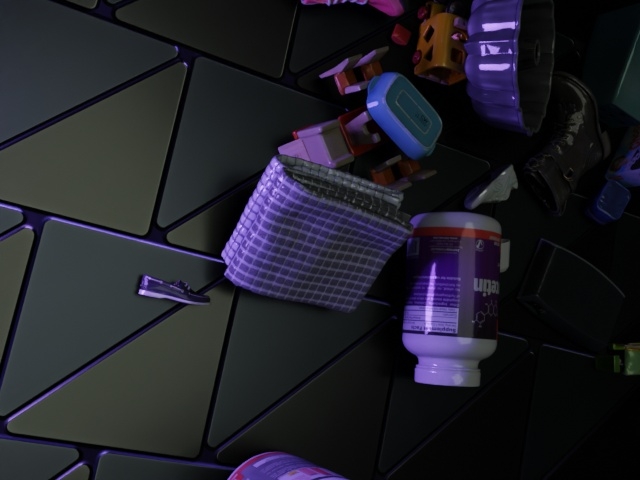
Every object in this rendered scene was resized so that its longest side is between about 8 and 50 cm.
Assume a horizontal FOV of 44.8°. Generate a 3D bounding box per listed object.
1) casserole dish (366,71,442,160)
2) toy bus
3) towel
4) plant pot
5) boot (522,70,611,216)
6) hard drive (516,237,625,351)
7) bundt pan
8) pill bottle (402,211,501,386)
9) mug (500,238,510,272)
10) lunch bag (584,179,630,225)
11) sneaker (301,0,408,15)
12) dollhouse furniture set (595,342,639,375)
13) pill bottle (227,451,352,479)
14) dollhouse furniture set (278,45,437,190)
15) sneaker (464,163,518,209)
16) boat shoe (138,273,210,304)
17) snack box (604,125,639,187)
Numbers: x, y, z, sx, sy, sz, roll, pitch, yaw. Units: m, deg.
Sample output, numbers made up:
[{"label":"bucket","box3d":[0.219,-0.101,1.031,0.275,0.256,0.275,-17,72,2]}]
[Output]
[{"label":"casserole dish","box3d":[0.164,-0.236,1.454,0.188,0.037,0.114,44,59,-23]},{"label":"toy bus","box3d":[0.262,-0.422,1.586,0.191,0.104,0.202,-39,103,-23]},{"label":"towel","box3d":[0.000,0.000,1.363,0.283,0.121,0.235,16,117,-26]},{"label":"plant pot","box3d":[0.704,-0.387,1.776,0.165,0.165,0.234,26,83,-22]},{"label":"boot","box3d":[0.522,-0.214,1.705,0.229,0.091,0.263,-40,105,-24]},{"label":"hard drive","box3d":[0.562,0.122,1.719,0.254,0.054,0.172,33,72,-20]},{"label":"bundt pan","box3d":[0.378,-0.378,1.568,0.331,0.124,0.331,-22,115,-61]},{"label":"pill bottle","box3d":[0.252,0.113,1.497,0.181,0.181,0.323,6,83,-26]},{"label":"mug","box3d":[0.362,0.034,1.635,0.062,0.078,0.064,-24,108,-58]},{"label":"lunch bag","box3d":[0.654,-0.088,1.776,0.067,0.065,0.098,37,72,-3]},{"label":"sneaker","box3d":[0.023,-0.498,1.491,0.314,0.116,0.136,27,95,-23]},{"label":"dollhouse furniture set","box3d":[0.704,0.273,1.774,0.151,0.058,0.076,3,85,-26]},{"label":"pill bottle","box3d":[-0.016,0.469,1.236,0.210,0.363,0.210,2,84,-26]},{"label":"dollhouse furniture set","box3d":[0.061,-0.202,1.480,0.259,0.135,0.262,-27,98,-37]},{"label":"sneaker","box3d":[0.367,-0.102,1.642,0.152,0.053,0.061,-36,105,-24]},{"label":"boat shoe","box3d":[-0.247,0.085,1.331,0.125,0.046,0.038,12,85,-17]},{"label":"snack box","box3d":[0.802,-0.269,1.794,0.060,0.187,0.322,38,71,-19]}]
